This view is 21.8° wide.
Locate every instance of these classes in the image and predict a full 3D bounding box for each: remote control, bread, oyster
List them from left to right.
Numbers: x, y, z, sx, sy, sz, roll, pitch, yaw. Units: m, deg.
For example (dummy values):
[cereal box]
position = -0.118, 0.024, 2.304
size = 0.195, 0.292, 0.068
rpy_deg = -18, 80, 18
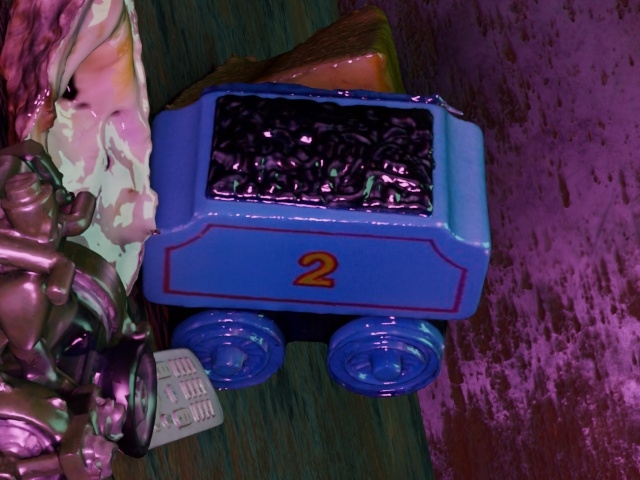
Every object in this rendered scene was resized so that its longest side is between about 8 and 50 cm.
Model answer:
[oyster]
position = -0.178, -0.106, 1.184
size = 0.275, 0.100, 0.271
rpy_deg = 86, 1, -53
[remote control]
position = -0.132, 0.128, 1.318
size = 0.073, 0.044, 0.229
rpy_deg = 67, 16, 6
[bread]
position = -0.035, -0.183, 1.771
size = 0.361, 0.233, 0.245
rpy_deg = -99, 169, -46

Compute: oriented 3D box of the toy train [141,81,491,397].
[toy train]
position = 0.000, 0.000, 1.441
size = 0.265, 0.300, 0.188
rpy_deg = 96, -4, -50

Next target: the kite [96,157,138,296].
[kite]
position = -0.174, -0.061, 1.421
size = 0.250, 0.012, 0.229
rpy_deg = 53, 27, -72

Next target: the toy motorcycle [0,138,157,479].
[toy motorcycle]
position = -0.169, 0.031, 0.960
size = 0.205, 0.127, 0.275
rpy_deg = -84, 162, -56
